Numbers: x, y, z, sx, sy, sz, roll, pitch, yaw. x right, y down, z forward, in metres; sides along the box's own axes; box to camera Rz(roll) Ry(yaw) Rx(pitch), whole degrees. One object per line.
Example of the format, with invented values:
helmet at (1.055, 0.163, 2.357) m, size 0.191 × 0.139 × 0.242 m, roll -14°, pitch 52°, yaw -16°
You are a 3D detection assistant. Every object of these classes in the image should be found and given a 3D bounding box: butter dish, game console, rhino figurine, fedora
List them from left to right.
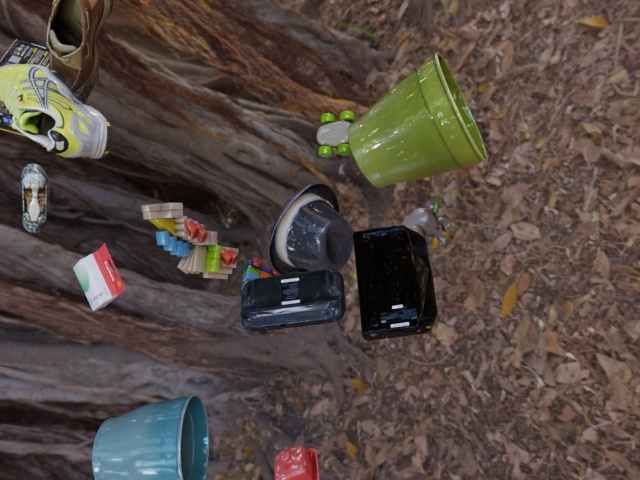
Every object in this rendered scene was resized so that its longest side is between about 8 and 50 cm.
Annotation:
butter dish at (-0.098, 0.760, 1.671) m, size 0.160 × 0.118 × 0.159 m, roll -21°, pitch 26°, yaw 5°
fedora at (0.000, 0.000, 1.453) m, size 0.153 × 0.334 × 0.333 m, roll 31°, pitch 101°, yaw 30°
game console at (0.024, 0.086, 0.917) m, size 0.044 × 0.362 × 0.213 m, roll 67°, pitch -162°, yaw -55°
rhino figurine at (0.201, 0.019, 1.207) m, size 0.243 × 0.106 × 0.073 m, roll -46°, pitch 20°, yaw 16°

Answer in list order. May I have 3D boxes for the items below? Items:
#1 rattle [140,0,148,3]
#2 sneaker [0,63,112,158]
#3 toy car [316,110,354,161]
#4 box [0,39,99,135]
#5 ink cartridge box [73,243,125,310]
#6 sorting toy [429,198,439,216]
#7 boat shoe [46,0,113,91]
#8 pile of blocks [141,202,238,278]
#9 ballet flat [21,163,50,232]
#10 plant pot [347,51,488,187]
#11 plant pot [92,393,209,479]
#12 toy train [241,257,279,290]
rattle at (-0.408, -0.630, 1.065) m, size 0.200 × 0.130 × 0.142 m, roll -175°, pitch 62°, yaw -83°
sneaker at (-0.674, -0.323, 1.181) m, size 0.147 × 0.385 × 0.145 m, roll -22°, pitch -41°, yaw -60°
toy car at (0.084, -0.369, 1.844) m, size 0.149 × 0.188 × 0.154 m, roll 0°, pitch 79°, yaw 24°
box at (-0.881, -0.468, 1.546) m, size 0.079 × 0.257 × 0.321 m, roll 122°, pitch 160°, yaw -55°
ink cartridge box at (-0.791, 0.134, 1.760) m, size 0.225 × 0.056 × 0.180 m, roll -31°, pitch 84°, yaw 45°
sorting toy at (0.350, -0.083, 1.577) m, size 0.061 × 0.042 × 0.101 m, roll -51°, pitch -34°, yaw -57°
boat shoe at (-0.606, -0.489, 1.190) m, size 0.324 × 0.123 × 0.119 m, roll -48°, pitch 15°, yaw 42°
pile of blocks at (-0.375, 0.013, 1.483) m, size 0.113 × 0.362 × 0.148 m, roll -1°, pitch 58°, yaw 42°
ballet flat at (-0.732, -0.115, 1.272) m, size 0.070 × 0.070 × 0.188 m, roll -22°, pitch 75°, yaw 58°
plant pot at (0.290, -0.342, 1.580) m, size 0.353 × 0.366 × 0.366 m, roll -24°, pitch 46°, yaw 25°
plant pot at (-0.471, 0.577, 1.375) m, size 0.271 × 0.256 × 0.271 m, roll -5°, pitch -90°, yaw -88°
toy train at (-0.200, 0.187, 1.997) m, size 0.105 × 0.248 × 0.143 m, roll -50°, pitch 21°, yaw 36°
